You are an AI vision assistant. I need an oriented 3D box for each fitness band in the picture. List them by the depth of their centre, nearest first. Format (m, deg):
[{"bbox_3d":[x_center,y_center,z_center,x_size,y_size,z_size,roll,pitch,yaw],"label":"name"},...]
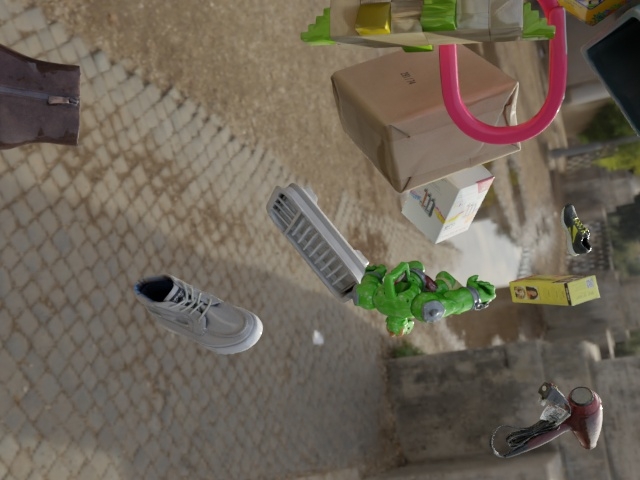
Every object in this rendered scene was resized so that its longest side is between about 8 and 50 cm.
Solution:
[{"bbox_3d":[0.306,-0.307,1.317,0.054,0.209,0.291,-58,144,-64],"label":"fitness band"}]

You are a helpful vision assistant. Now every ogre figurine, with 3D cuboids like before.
[{"bbox_3d":[0.121,0.071,1.063,0.118,0.197,0.097,-21,133,-49],"label":"ogre figurine"}]

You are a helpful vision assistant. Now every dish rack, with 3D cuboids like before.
[{"bbox_3d":[0.000,0.000,1.989,0.333,0.072,0.285,52,-16,3],"label":"dish rack"}]

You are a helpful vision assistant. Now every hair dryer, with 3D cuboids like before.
[{"bbox_3d":[0.527,0.409,1.754,0.293,0.224,0.080,22,31,-28],"label":"hair dryer"}]

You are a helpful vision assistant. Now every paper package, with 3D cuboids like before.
[{"bbox_3d":[0.226,-0.286,1.695,0.325,0.309,0.168,-122,-166,-53],"label":"paper package"}]

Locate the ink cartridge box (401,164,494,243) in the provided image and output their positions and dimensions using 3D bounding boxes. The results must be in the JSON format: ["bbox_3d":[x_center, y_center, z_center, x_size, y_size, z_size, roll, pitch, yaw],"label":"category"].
[{"bbox_3d":[0.299,-0.107,1.856,0.128,0.127,0.176,-21,145,-35],"label":"ink cartridge box"}]

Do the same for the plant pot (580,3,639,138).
[{"bbox_3d":[0.659,-0.332,1.353,0.248,0.252,0.247,55,-2,1],"label":"plant pot"}]

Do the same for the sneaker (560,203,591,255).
[{"bbox_3d":[0.395,-0.017,1.199,0.031,0.035,0.083,-25,103,-35],"label":"sneaker"}]

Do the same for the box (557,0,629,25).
[{"bbox_3d":[0.497,-0.586,1.337,0.177,0.279,0.290,16,58,-33],"label":"box"}]

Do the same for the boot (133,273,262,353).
[{"bbox_3d":[-0.234,0.129,1.425,0.123,0.258,0.095,51,55,-45],"label":"boot"}]

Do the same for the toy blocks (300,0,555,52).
[{"bbox_3d":[0.165,-0.440,1.202,0.191,0.381,0.261,-7,98,-75],"label":"toy blocks"}]

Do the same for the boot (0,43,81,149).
[{"bbox_3d":[-0.453,-0.252,1.124,0.090,0.206,0.249,177,-89,-72],"label":"boot"}]

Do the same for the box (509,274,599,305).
[{"bbox_3d":[0.563,0.119,1.901,0.232,0.087,0.058,173,-96,-70],"label":"box"}]
